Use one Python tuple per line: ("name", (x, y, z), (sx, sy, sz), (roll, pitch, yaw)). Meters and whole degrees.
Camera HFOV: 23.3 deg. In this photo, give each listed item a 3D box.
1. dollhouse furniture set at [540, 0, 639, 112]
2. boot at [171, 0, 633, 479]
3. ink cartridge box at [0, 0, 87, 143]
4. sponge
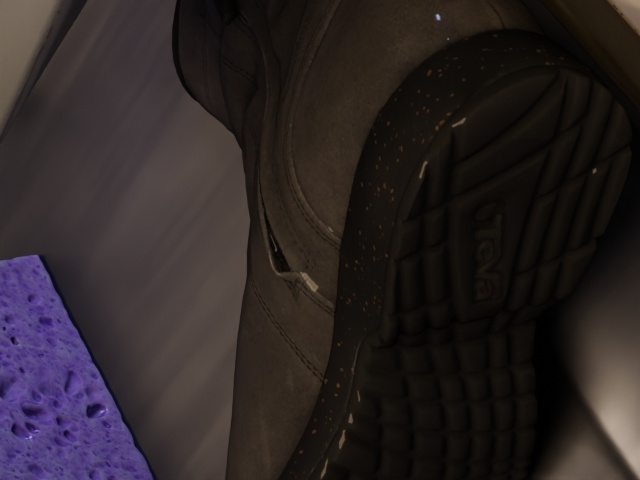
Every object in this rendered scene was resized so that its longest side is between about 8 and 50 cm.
("dollhouse furniture set", (0.214, -0.206, 0.439), (0.394, 0.256, 0.362), (-41, 78, 9))
("boot", (0.000, 0.000, 0.643), (0.222, 0.118, 0.338), (58, 139, 40))
("ink cartridge box", (-0.051, -0.194, 0.538), (0.060, 0.275, 0.239), (29, 137, -9))
("sponge", (-0.137, 0.105, 0.732), (0.031, 0.117, 0.210), (-39, 73, 31))
